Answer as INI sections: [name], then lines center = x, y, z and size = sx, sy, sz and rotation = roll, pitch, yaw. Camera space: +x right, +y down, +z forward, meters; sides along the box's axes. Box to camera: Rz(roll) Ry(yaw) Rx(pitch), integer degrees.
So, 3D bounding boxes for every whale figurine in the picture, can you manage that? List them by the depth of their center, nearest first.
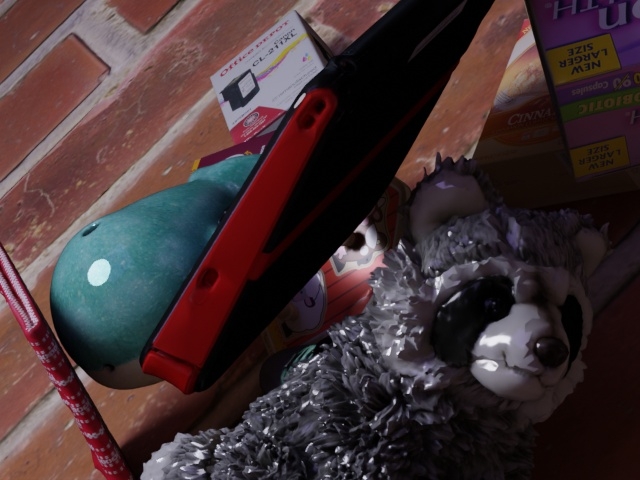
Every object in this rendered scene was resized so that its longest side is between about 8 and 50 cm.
[whale figurine]
center = -0.141, 0.005, 1.558
size = 0.216, 0.141, 0.272
rotation = -15, 35, 42

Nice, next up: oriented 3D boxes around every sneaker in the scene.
[sneaker]
center = 0.009, 0.105, 1.482
size = 0.224, 0.098, 0.083
rotation = 5, 56, 50

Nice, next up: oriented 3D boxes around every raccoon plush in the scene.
[raccoon plush]
center = 0.013, 0.088, 1.285
size = 0.446, 0.216, 0.299
rotation = 9, 81, 44

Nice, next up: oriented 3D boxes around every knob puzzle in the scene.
[knob puzzle]
center = 0.000, 0.000, 1.596
size = 0.213, 0.030, 0.213
rotation = -9, 73, 32

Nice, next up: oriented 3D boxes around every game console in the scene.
[game console]
center = 0.013, -0.074, 1.349
size = 0.386, 0.060, 0.342
rotation = -48, -11, -50

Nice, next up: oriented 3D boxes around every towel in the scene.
[towel]
center = -0.220, 0.143, 1.541
size = 0.031, 0.275, 0.199
rotation = -30, 31, -9

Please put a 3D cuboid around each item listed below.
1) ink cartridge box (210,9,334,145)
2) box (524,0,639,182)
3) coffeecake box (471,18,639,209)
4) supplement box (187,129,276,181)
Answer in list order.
[ink cartridge box]
center = -0.039, -0.154, 1.861
size = 0.127, 0.072, 0.175
rotation = -38, 32, 10
[box]
center = 0.279, -0.195, 1.417
size = 0.214, 0.117, 0.243
rotation = -14, 49, 7
[coffeecake box]
center = 0.229, -0.124, 1.530
size = 0.142, 0.068, 0.185
rotation = -11, 44, 41
[supplement box]
center = -0.048, -0.047, 1.739
size = 0.188, 0.081, 0.104
rotation = -18, 40, 34
